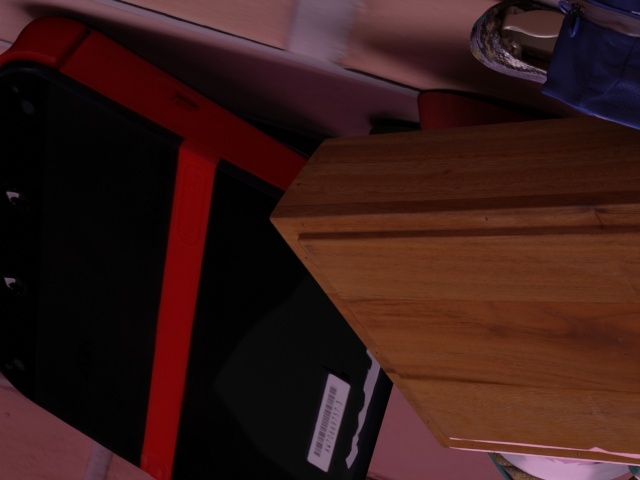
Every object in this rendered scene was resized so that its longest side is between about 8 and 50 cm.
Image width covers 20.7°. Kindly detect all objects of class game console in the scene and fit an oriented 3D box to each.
[{"bbox_3d":[-0.098,0.047,1.261,0.342,0.060,0.386,29,140,15],"label":"game console"}]

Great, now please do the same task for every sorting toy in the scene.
[{"bbox_3d":[0.084,-0.007,1.211,0.127,0.126,0.365,17,173,-7],"label":"sorting toy"}]

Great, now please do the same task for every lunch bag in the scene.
[{"bbox_3d":[0.140,-0.077,0.713,0.098,0.065,0.067,17,-170,-15],"label":"lunch bag"}]

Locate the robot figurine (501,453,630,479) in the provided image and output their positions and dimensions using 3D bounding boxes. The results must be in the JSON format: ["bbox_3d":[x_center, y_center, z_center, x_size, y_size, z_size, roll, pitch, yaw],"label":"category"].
[{"bbox_3d":[0.199,0.080,1.323,0.173,0.209,0.278,58,169,22],"label":"robot figurine"}]

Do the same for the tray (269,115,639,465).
[{"bbox_3d":[0.179,0.033,0.892,0.411,0.076,0.203,-2,134,46],"label":"tray"}]

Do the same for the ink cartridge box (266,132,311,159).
[{"bbox_3d":[-0.045,0.031,1.490,0.114,0.197,0.273,29,177,13],"label":"ink cartridge box"}]

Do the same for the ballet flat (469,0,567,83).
[{"bbox_3d":[0.126,-0.085,0.807,0.114,0.041,0.041,15,174,3],"label":"ballet flat"}]

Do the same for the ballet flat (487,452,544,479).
[{"bbox_3d":[0.140,0.088,1.575,0.123,0.123,0.348,23,-160,-46],"label":"ballet flat"}]

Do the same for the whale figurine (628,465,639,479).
[{"bbox_3d":[0.262,0.061,1.118,0.141,0.216,0.272,45,175,15],"label":"whale figurine"}]

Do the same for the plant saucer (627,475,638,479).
[{"bbox_3d":[0.466,0.228,1.365,0.333,0.081,0.333,17,-179,-42],"label":"plant saucer"}]
